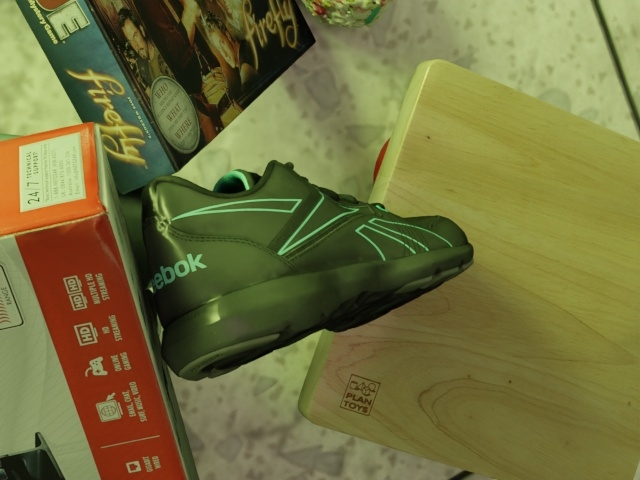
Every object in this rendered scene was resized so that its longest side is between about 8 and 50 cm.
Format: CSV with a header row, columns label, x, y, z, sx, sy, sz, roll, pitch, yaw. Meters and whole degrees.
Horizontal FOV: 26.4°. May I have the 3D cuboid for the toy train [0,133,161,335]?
label,x,y,z,sx,sy,sz,roll,pitch,yaw
toy train,-0.244,0.013,0.781,0.334,0.142,0.190,6,134,-21

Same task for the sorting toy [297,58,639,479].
label,x,y,z,sx,sy,sz,roll,pitch,yaw
sorting toy,0.131,0.034,0.977,0.257,0.089,0.255,20,89,-20

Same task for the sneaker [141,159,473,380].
label,x,y,z,sx,sy,sz,roll,pitch,yaw
sneaker,0.000,0.000,0.785,0.267,0.101,0.106,-11,73,-56

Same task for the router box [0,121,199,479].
label,x,y,z,sx,sy,sz,roll,pitch,yaw
router box,-0.225,0.122,0.735,0.301,0.082,0.335,-13,129,-3

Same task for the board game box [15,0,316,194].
label,x,y,z,sx,sy,sz,roll,pitch,yaw
board game box,-0.091,-0.149,0.813,0.042,0.243,0.165,-20,107,26

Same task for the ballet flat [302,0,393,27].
label,x,y,z,sx,sy,sz,roll,pitch,yaw
ballet flat,-0.011,-0.252,0.901,0.091,0.077,0.241,-34,106,-12
